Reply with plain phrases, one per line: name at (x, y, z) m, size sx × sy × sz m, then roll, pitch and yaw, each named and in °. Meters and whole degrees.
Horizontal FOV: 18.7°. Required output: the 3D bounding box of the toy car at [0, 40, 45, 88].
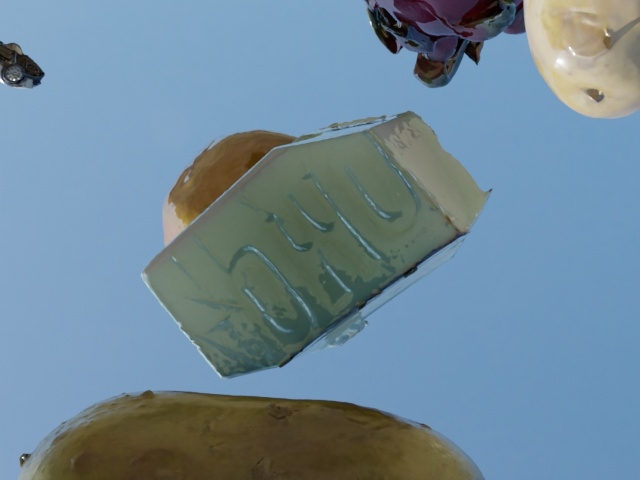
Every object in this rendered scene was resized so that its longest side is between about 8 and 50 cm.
toy car at (-0.222, -0.123, 1.253) m, size 0.093 × 0.025 × 0.041 m, roll 30°, pitch -162°, yaw -18°

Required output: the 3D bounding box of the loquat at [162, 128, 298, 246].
loquat at (-0.038, -0.007, 1.686) m, size 0.234 × 0.187 × 0.176 m, roll 11°, pitch -115°, yaw 29°

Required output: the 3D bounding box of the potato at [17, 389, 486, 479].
potato at (-0.038, 0.191, 1.178) m, size 0.307 × 0.210 × 0.173 m, roll -5°, pitch 179°, yaw 10°

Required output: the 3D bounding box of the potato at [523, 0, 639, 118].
potato at (0.163, -0.175, 0.869) m, size 0.128 × 0.161 × 0.234 m, roll 19°, pitch -107°, yaw 20°

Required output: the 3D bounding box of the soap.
soap at (0.000, 0.000, 1.437) m, size 0.230 × 0.145 × 0.091 m, roll -41°, pitch 176°, yaw 18°

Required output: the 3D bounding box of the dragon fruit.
dragon fruit at (0.105, -0.252, 1.603) m, size 0.218 × 0.198 × 0.273 m, roll 3°, pitch 170°, yaw -14°
